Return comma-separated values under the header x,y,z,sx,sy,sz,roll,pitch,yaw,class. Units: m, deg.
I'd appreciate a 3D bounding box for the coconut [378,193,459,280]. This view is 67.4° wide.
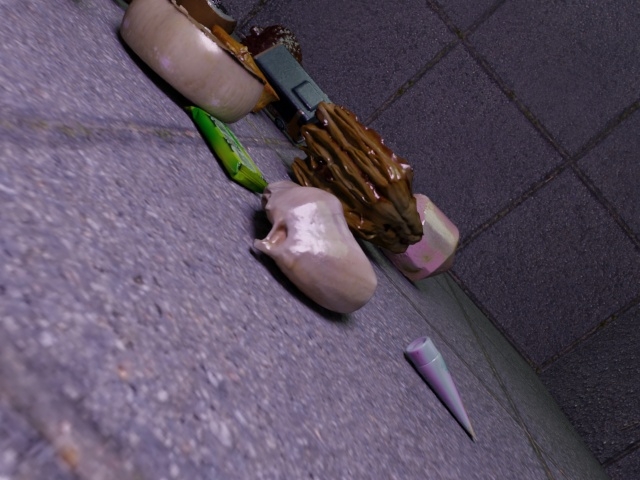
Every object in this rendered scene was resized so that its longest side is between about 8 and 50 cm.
x,y,z,sx,sy,sz,roll,pitch,yaw,class
0.304,0.004,1.472,0.245,0.233,0.233,47,12,-6,coconut

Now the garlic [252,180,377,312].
x,y,z,sx,sy,sz,roll,pitch,yaw,class
0.000,0.000,0.665,0.217,0.110,0.228,53,12,2,garlic

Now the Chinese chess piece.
x,y,z,sx,sy,sz,roll,pitch,yaw,class
-0.216,-0.319,0.839,0.257,0.104,0.257,42,10,-9,Chinese chess piece

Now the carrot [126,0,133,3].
x,y,z,sx,sy,sz,roll,pitch,yaw,class
-0.364,-0.498,1.074,0.248,0.043,0.043,38,16,-45,carrot

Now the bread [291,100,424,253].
x,y,z,sx,sy,sz,roll,pitch,yaw,class
0.086,-0.118,1.149,0.314,0.192,0.370,48,-1,25,bread

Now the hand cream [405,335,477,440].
x,y,z,sx,sy,sz,roll,pitch,yaw,class
0.207,0.243,0.801,0.174,0.047,0.076,57,11,-1,hand cream

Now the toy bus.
x,y,z,sx,sy,sz,roll,pitch,yaw,class
-0.100,-0.457,1.496,0.275,0.139,0.167,50,-26,-1,toy bus

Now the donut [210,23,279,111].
x,y,z,sx,sy,sz,roll,pitch,yaw,class
-0.217,-0.462,1.303,0.253,0.118,0.253,43,14,-13,donut

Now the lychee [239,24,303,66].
x,y,z,sx,sy,sz,roll,pitch,yaw,class
-0.171,-0.625,1.692,0.271,0.236,0.235,57,3,-44,lychee

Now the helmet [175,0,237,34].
x,y,z,sx,sy,sz,roll,pitch,yaw,class
-0.349,-0.647,1.377,0.198,0.130,0.224,45,2,-36,helmet

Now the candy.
x,y,z,sx,sy,sz,roll,pitch,yaw,class
-0.146,-0.147,0.774,0.178,0.032,0.102,53,10,28,candy
